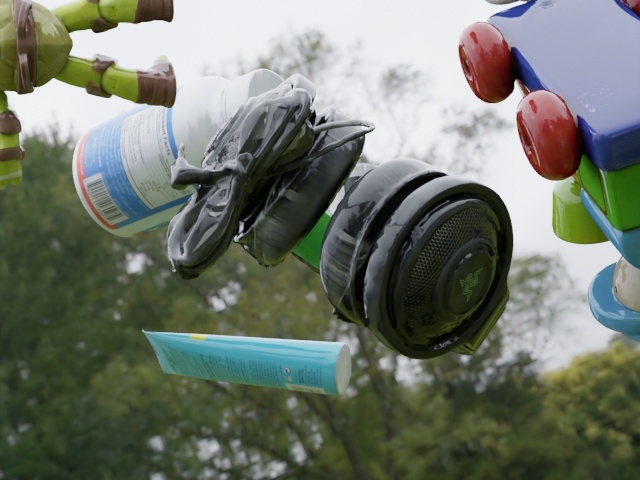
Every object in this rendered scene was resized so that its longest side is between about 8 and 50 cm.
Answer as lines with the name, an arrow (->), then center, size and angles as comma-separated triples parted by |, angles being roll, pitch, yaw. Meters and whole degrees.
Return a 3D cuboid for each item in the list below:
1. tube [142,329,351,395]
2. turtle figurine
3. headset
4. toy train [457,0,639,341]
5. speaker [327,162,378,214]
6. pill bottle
tube -> -0.074, 0.122, 1.385 | 0.207, 0.052, 0.080 | 3, -41, 17
turtle figurine -> -0.225, -0.167, 1.075 | 0.217, 0.270, 0.087 | -5, 1, -16
headset -> 0.000, 0.000, 0.962 | 0.185, 0.243, 0.394 | -55, -18, -10
toy train -> 0.134, -0.063, 0.720 | 0.105, 0.143, 0.248 | -19, 32, -3
speaker -> 0.035, 0.003, 1.238 | 0.055, 0.136, 0.055 | -5, -14, -1
pill bottle -> -0.128, -0.090, 1.364 | 0.221, 0.124, 0.124 | -19, -6, 32
